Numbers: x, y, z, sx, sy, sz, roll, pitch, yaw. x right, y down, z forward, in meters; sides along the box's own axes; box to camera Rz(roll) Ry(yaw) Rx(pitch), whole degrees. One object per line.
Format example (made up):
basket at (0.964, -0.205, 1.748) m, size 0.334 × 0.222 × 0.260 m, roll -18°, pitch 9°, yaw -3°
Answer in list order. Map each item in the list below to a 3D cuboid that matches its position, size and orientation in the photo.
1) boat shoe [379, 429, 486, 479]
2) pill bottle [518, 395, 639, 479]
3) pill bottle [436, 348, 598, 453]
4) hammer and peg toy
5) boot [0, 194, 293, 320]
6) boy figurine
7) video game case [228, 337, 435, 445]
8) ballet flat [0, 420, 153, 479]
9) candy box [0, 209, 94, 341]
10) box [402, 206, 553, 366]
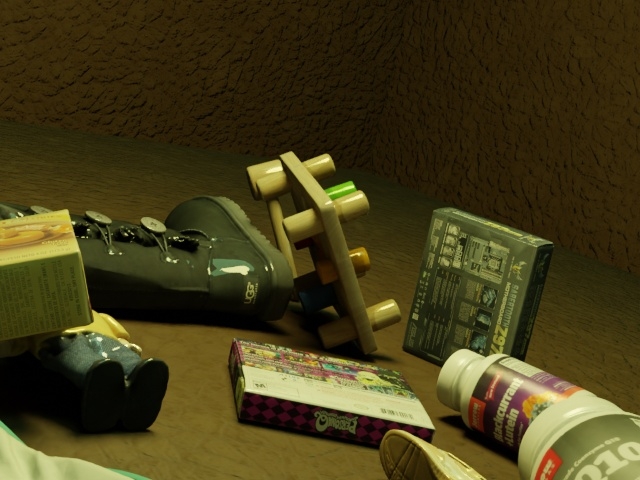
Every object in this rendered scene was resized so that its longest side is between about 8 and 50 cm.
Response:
boat shoe at (0.131, 0.255, 1.245) m, size 0.059 × 0.063 × 0.170 m, roll 8°, pitch 21°, yaw -45°
pill bottle at (0.297, 0.260, 1.146) m, size 0.161 × 0.161 × 0.283 m, roll 12°, pitch 10°, yaw -13°
pill bottle at (0.245, 0.207, 1.506) m, size 0.194 × 0.108 × 0.108 m, roll 22°, pitch 13°, yaw 40°
hammer and peg toy at (0.000, 0.000, 1.843) m, size 0.127 × 0.265 × 0.361 m, roll -21°, pitch 24°, yaw -7°
boot at (-0.314, 0.009, 1.770) m, size 0.445 × 0.146 × 0.367 m, roll 3°, pitch 13°, yaw -31°
boy figurine at (-0.293, 0.114, 1.318) m, size 0.177 × 0.092 × 0.285 m, roll 4°, pitch 14°, yaw -45°
video game case at (0.007, 0.187, 1.468) m, size 0.232 × 0.041 × 0.210 m, roll 13°, pitch 10°, yaw -11°
ballet flat at (-0.216, 0.215, 0.851) m, size 0.400 × 0.139 × 0.139 m, roll 17°, pitch 10°, yaw 38°
candy box at (-0.403, 0.051, 1.223) m, size 0.317 × 0.087 × 0.183 m, roll -11°, pitch 16°, yaw -12°
box at (0.233, 0.086, 1.788) m, size 0.183 × 0.232 × 0.059 m, roll 21°, pitch 18°, yaw 34°
